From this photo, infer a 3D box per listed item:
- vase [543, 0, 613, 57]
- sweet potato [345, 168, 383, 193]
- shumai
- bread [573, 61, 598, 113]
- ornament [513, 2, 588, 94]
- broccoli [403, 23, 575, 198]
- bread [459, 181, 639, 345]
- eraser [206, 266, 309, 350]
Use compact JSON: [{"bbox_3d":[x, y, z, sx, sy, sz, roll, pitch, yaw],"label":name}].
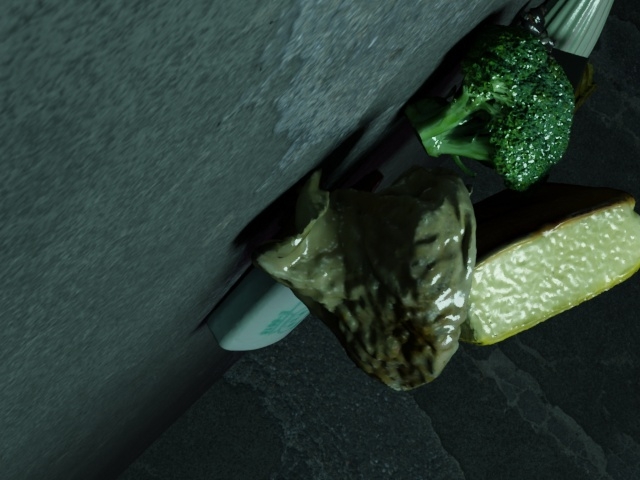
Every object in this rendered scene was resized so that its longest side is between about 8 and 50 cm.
[{"bbox_3d":[0.463,-0.411,2.081,0.128,0.128,0.248,-40,164,-49],"label":"vase"},{"bbox_3d":[0.000,0.000,1.894,0.314,0.072,0.066,-49,161,30],"label":"sweet potato"},{"bbox_3d":[0.037,0.053,1.445,0.267,0.262,0.314,-112,-155,-61],"label":"shumai"},{"bbox_3d":[0.463,-0.320,2.400,0.196,0.239,0.252,-2,-151,33],"label":"bread"},{"bbox_3d":[0.351,-0.313,1.914,0.196,0.166,0.153,66,46,-66],"label":"ornament"},{"bbox_3d":[0.251,-0.189,1.651,0.241,0.261,0.269,-22,-143,1],"label":"broccoli"},{"bbox_3d":[0.268,0.026,1.689,0.323,0.143,0.333,-25,-169,-19],"label":"bread"},{"bbox_3d":[-0.036,0.053,1.789,0.189,0.104,0.290,-22,161,-49],"label":"eraser"}]
